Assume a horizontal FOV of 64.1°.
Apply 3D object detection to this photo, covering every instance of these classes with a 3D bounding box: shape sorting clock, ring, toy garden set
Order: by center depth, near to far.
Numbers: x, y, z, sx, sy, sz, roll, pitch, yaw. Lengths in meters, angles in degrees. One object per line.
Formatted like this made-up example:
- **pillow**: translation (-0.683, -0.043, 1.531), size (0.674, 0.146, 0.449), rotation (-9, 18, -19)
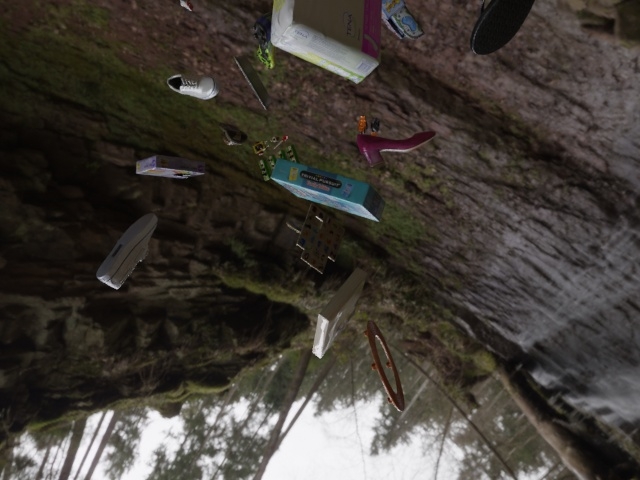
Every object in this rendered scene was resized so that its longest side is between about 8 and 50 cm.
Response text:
- **ring**: translation (0.228, 0.452, 1.850), size (0.336, 0.032, 0.337), rotation (-22, -90, -77)
- **toy garden set**: translation (-0.239, -0.442, 2.634), size (0.049, 0.244, 0.204), rotation (-19, -90, -54)
- **shape sorting clock**: translation (-0.093, -0.049, 2.752), size (0.206, 0.040, 0.206), rotation (24, -171, -4)

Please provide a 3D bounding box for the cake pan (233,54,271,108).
- **cake pan**: translation (-0.327, -0.786, 2.517), size (0.293, 0.054, 0.293), rotation (59, -178, -3)

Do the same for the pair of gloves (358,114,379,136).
- **pair of gloves**: translation (0.185, -0.437, 1.956), size (0.083, 0.074, 0.010), rotation (13, -155, 13)

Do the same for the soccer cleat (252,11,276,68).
- **soccer cleat**: translation (-0.216, -0.847, 2.188), size (0.093, 0.121, 0.289), rotation (38, 166, 12)

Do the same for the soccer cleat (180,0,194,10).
- **soccer cleat**: translation (-0.442, -0.779, 1.685), size (0.029, 0.035, 0.083), rotation (37, -155, -59)

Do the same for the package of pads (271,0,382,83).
- **package of pads**: translation (0.017, -0.510, 1.072), size (0.229, 0.101, 0.297), rotation (13, -110, -30)

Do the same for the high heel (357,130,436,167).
- **high heel**: translation (0.240, -0.328, 1.630), size (0.082, 0.244, 0.117), rotation (-14, -100, -87)

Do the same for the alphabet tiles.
- **alphabet tiles**: translation (0.000, 0.000, 2.019), size (0.198, 0.009, 0.237), rotation (37, -123, -30)

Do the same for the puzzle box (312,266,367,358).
- **puzzle box**: translation (0.074, 0.314, 2.158), size (0.052, 0.409, 0.272), rotation (33, -121, 15)

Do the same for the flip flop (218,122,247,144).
- **flip flop**: translation (-0.430, -0.501, 2.450), size (0.112, 0.080, 0.277), rotation (11, -161, -32)

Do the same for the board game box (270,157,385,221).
- **board game box**: translation (0.034, -0.172, 1.753), size (0.335, 0.079, 0.254), rotation (19, 177, 20)

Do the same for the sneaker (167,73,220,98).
- **sneaker**: translation (-0.509, -0.613, 2.033), size (0.258, 0.094, 0.091), rotation (11, -169, 37)

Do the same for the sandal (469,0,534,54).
- **sandal**: translation (0.633, -0.831, 1.687), size (0.167, 0.446, 0.107), rotation (10, -149, -31)

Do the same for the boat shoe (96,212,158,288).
- **boat shoe**: translation (-0.587, 0.032, 1.601), size (0.095, 0.258, 0.084), rotation (19, 157, 47)

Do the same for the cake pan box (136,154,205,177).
- **cake pan box**: translation (-0.729, -0.358, 2.504), size (0.266, 0.070, 0.245), rotation (2, 180, -43)

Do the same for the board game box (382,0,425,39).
- **board game box**: translation (0.187, -0.605, 1.343), size (0.194, 0.060, 0.194), rotation (46, -164, -21)
